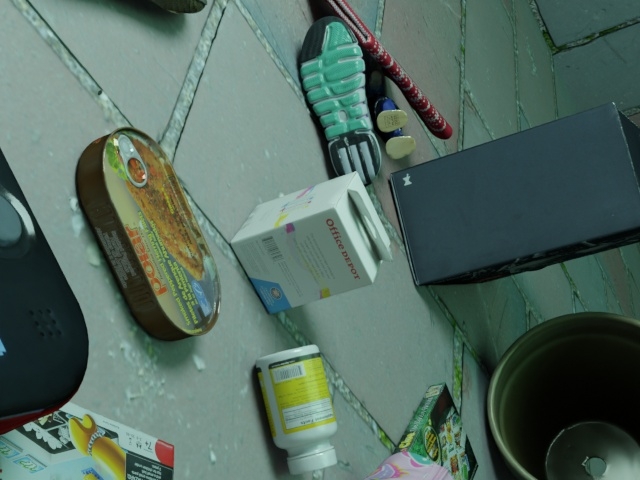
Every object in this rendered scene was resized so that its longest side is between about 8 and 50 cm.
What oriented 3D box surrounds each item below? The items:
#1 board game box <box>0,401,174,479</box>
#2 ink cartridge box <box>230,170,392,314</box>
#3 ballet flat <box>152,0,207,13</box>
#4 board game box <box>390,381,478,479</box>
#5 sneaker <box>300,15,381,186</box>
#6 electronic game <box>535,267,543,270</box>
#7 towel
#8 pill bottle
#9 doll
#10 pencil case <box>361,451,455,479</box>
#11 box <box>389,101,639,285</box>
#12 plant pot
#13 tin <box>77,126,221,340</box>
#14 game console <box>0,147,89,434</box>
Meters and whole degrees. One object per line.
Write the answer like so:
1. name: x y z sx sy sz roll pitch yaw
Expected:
1. board game box: -0.200 0.179 0.572 0.305 0.053 0.193 39 40 -50
2. ink cartridge box: 0.000 0.000 0.998 0.092 0.143 0.090 63 26 -20
3. ballet flat: -0.183 -0.257 0.907 0.084 0.058 0.250 54 16 12
4. board game box: 0.144 0.296 1.241 0.259 0.030 0.136 -39 111 -64
5. sneaker: 0.027 -0.178 1.279 0.098 0.083 0.224 28 52 -84
6. electronic game: 0.359 -0.058 1.727 0.048 0.229 0.229 -8 79 -27
7. towel: 0.086 -0.264 1.398 0.275 0.031 0.199 37 16 -52
8. pill bottle: -0.020 0.164 0.943 0.065 0.065 0.116 4 71 -64
9. doll: 0.090 -0.171 1.340 0.189 0.046 0.129 -107 179 -73
10. pencil case: 0.055 0.299 0.943 0.284 0.124 0.124 -11 84 -66
11. box: 0.330 -0.054 1.483 0.312 0.343 0.179 5 70 -63
12. plant pot: 0.448 0.320 1.572 0.280 0.323 0.323 66 21 -53
13. tin: -0.145 -0.003 0.830 0.190 0.040 0.106 68 21 -10
14. game console: -0.293 -0.048 0.446 0.386 0.060 0.342 2 59 -64
